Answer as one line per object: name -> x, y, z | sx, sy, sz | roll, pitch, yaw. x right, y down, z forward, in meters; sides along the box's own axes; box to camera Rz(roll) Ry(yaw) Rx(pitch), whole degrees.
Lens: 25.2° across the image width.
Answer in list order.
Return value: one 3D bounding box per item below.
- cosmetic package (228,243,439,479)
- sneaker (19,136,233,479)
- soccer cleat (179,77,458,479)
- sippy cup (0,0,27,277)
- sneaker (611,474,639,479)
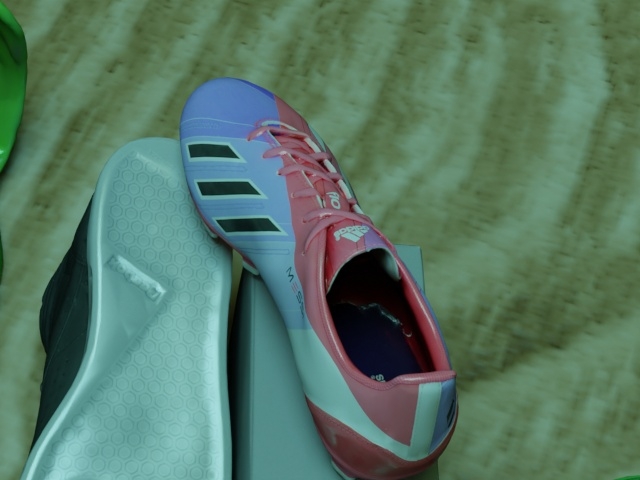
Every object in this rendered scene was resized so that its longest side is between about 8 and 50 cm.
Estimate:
cosmetic package -> 0.002, 0.125, 0.741 | 0.107, 0.127, 0.238 | 3, 51, -9
sneaker -> -0.109, 0.105, 0.772 | 0.104, 0.147, 0.296 | 12, 65, -13
soccer cleat -> 0.000, 0.000, 0.696 | 0.083, 0.095, 0.248 | -11, 57, -23
sippy cup -> -0.316, -0.038, 0.811 | 0.240, 0.224, 0.306 | 8, 57, 5
sneaker -> 0.264, 0.189, 0.712 | 0.295, 0.123, 0.109 | 24, 61, 16
